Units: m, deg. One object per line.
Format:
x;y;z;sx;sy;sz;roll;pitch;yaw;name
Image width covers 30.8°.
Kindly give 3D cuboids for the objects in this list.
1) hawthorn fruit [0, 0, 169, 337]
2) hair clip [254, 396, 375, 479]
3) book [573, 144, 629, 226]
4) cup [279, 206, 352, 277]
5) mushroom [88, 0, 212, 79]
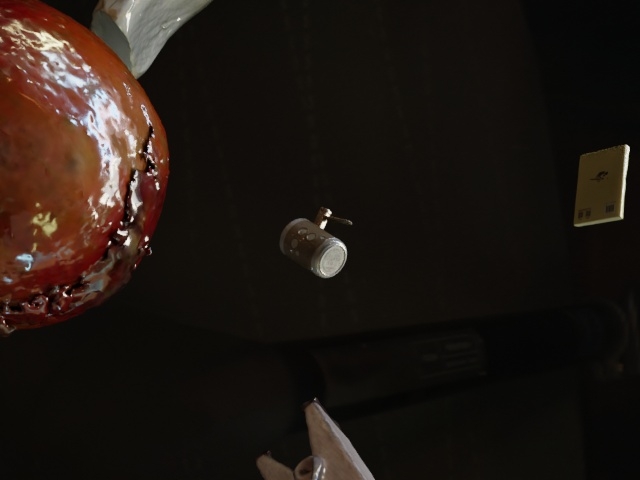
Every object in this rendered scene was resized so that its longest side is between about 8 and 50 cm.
-0.281;-0.074;0.974;0.316;0.316;0.316;1;88;-21;hawthorn fruit
0.013;0.262;1.139;0.101;0.331;0.085;-35;107;-5;hair clip
0.392;-0.076;1.620;0.014;0.077;0.111;26;65;-37;book
0.001;0.007;1.938;0.102;0.099;0.074;-36;133;-22;cup
-0.223;-0.360;1.698;0.122;0.159;0.329;50;51;-15;mushroom
